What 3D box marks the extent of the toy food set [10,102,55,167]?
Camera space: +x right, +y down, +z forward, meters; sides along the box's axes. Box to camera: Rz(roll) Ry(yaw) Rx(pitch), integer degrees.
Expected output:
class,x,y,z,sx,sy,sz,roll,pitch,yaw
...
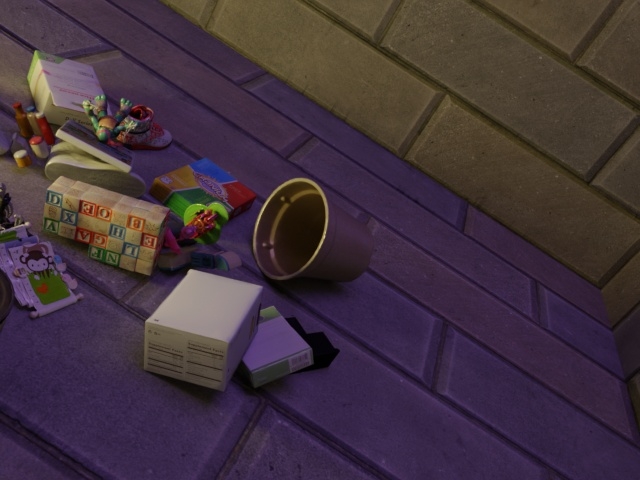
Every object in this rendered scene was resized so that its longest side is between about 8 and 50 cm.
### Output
class,x,y,z,sx,sy,sz,roll,pitch,yaw
toy food set,-0.850,-0.317,1.856,0.111,0.104,0.232,-12,38,-7

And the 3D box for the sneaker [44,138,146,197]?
class,x,y,z,sx,sy,sz,roll,pitch,yaw
sneaker,-0.679,-0.234,1.946,0.293,0.108,0.169,15,36,-28

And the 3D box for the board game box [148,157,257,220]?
class,x,y,z,sx,sy,sz,roll,pitch,yaw
board game box,-0.391,-0.158,2.165,0.242,0.064,0.316,36,28,6

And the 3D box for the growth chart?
class,x,y,z,sx,sy,sz,roll,pitch,yaw
growth chart,-0.671,0.067,1.486,0.237,0.021,0.172,58,33,-7

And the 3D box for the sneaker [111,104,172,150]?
class,x,y,z,sx,sy,sz,roll,pitch,yaw
sneaker,-0.602,-0.400,2.245,0.090,0.145,0.270,42,29,17

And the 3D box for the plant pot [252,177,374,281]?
class,x,y,z,sx,sy,sz,roll,pitch,yaw
plant pot,0.000,0.000,2.098,0.306,0.334,0.333,21,28,-44

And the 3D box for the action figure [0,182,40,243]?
class,x,y,z,sx,sy,sz,roll,pitch,yaw
action figure,-0.799,-0.051,1.504,0.276,0.141,0.164,17,30,-21

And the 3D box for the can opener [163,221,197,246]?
class,x,y,z,sx,sy,sz,roll,pitch,yaw
can opener,-0.470,-0.027,1.867,0.280,0.074,0.093,-3,44,-48

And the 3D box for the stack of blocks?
class,x,y,z,sx,sy,sz,roll,pitch,yaw
stack of blocks,-0.567,-0.038,1.679,0.297,0.171,0.087,18,30,-5

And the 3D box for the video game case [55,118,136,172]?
class,x,y,z,sx,sy,sz,roll,pitch,yaw
video game case,-0.673,-0.288,1.926,0.227,0.026,0.206,28,11,-20

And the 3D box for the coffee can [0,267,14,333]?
class,x,y,z,sx,sy,sz,roll,pitch,yaw
coffee can,-0.679,0.178,1.116,0.202,0.275,0.201,25,29,-15

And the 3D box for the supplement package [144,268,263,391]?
class,x,y,z,sx,sy,sz,roll,pitch,yaw
supplement package,-0.278,0.210,1.552,0.204,0.145,0.262,13,28,8

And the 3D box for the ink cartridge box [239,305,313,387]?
class,x,y,z,sx,sy,sz,roll,pitch,yaw
ink cartridge box,-0.146,0.274,1.674,0.171,0.056,0.235,-19,29,-22

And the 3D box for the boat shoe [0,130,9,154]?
class,x,y,z,sx,sy,sz,roll,pitch,yaw
boat shoe,-1.028,-0.337,1.749,0.335,0.119,0.121,42,10,-25

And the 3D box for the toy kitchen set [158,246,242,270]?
class,x,y,z,sx,sy,sz,roll,pitch,yaw
toy kitchen set,-0.338,0.116,1.795,0.207,0.166,0.122,5,13,30

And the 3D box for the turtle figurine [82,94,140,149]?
class,x,y,z,sx,sy,sz,roll,pitch,yaw
turtle figurine,-0.656,-0.373,1.968,0.175,0.118,0.234,24,28,-24

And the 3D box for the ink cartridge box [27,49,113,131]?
class,x,y,z,sx,sy,sz,roll,pitch,yaw
ink cartridge box,-0.849,-0.484,2.151,0.207,0.119,0.353,9,36,-40

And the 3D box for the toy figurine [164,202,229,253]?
class,x,y,z,sx,sy,sz,roll,pitch,yaw
toy figurine,-0.360,-0.025,1.780,0.130,0.173,0.159,58,34,-8

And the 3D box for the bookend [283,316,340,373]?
class,x,y,z,sx,sy,sz,roll,pitch,yaw
bookend,-0.056,0.286,1.797,0.156,0.072,0.157,-1,43,-45
